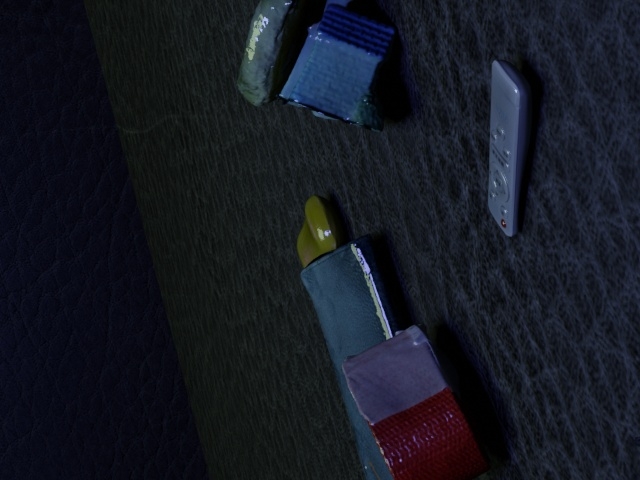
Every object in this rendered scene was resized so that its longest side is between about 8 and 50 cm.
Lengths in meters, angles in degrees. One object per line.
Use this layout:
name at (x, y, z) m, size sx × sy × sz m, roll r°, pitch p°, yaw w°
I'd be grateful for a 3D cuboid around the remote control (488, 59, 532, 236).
remote control at (0.169, -0.081, 1.221) m, size 0.184 × 0.027 × 0.050 m, roll 85°, pitch 163°, yaw -47°

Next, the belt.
belt at (0.110, 0.182, 1.487) m, size 0.128 × 0.124 × 0.201 m, roll 63°, pitch -179°, yaw -44°

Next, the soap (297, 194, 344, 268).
soap at (0.001, 0.000, 1.816) m, size 0.140 × 0.045 × 0.089 m, roll 105°, pitch 144°, yaw -58°

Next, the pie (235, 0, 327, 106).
pie at (-0.025, -0.253, 1.494) m, size 0.240 × 0.054 × 0.240 m, roll 25°, pitch -90°, yaw -85°

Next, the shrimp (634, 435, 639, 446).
shrimp at (0.279, 0.051, 0.893) m, size 0.185 × 0.068 × 0.287 m, roll -143°, pitch 42°, yaw -62°

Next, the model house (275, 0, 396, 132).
model house at (0.031, -0.199, 1.465) m, size 0.148 × 0.119 × 0.148 m, roll -38°, pitch -35°, yaw -82°

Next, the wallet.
wallet at (0.077, 0.185, 1.674) m, size 0.191 × 0.046 × 0.378 m, roll -31°, pitch 76°, yaw 61°
